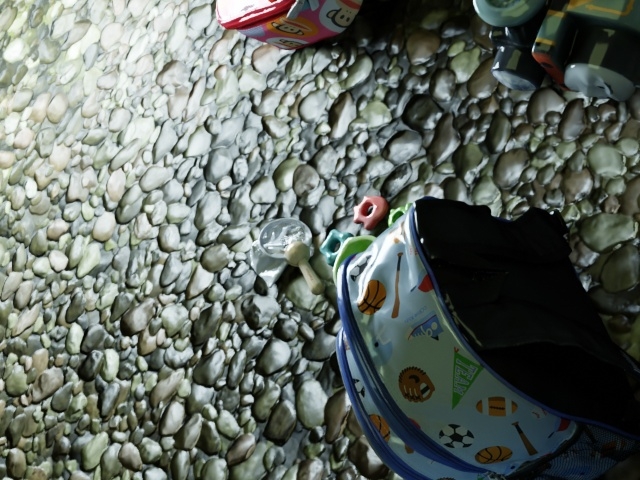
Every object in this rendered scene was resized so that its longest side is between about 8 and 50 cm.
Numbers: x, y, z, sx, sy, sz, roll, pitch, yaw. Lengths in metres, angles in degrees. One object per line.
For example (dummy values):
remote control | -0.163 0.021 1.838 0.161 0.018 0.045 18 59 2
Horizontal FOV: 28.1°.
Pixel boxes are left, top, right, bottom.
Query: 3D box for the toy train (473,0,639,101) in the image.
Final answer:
toy train | 0.282 -0.292 1.236 0.190 0.142 0.333 19 83 34

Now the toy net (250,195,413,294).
toy net | 0.000 0.000 1.392 0.232 0.045 0.122 7 75 42

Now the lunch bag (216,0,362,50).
lunch bag | -0.002 -0.374 1.474 0.258 0.120 0.293 -1 74 59

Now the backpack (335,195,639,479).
backpack | 0.132 0.088 1.087 0.213 0.263 0.276 -41 50 19
